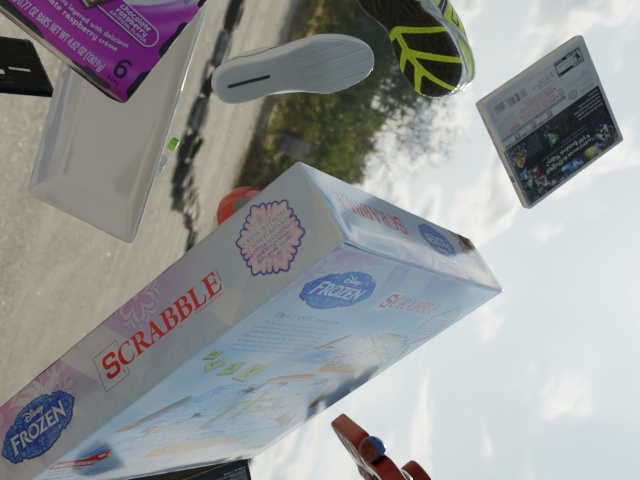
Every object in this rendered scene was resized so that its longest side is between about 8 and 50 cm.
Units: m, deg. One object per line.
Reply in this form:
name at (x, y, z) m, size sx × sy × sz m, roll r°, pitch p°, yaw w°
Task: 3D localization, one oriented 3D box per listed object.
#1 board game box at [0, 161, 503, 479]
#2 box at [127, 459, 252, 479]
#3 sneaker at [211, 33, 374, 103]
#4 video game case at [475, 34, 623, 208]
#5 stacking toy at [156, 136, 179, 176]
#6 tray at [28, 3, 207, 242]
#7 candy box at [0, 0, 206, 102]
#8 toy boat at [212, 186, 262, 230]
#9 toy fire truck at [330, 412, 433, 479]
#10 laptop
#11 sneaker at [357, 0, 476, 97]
board game box at (-0.040, 0.089, 0.626) m, size 0.318 × 0.066 × 0.319 m, roll -37°, pitch 156°, yaw 19°
box at (-0.235, 0.426, 1.202) m, size 0.103 × 0.261 × 0.184 m, roll -140°, pitch -142°, yaw -60°
sneaker at (-0.047, -0.282, 1.222) m, size 0.091 × 0.258 × 0.094 m, roll -104°, pitch -173°, yaw -58°
video game case at (0.326, -0.166, 1.085) m, size 0.190 × 0.173 × 0.022 m, roll -35°, pitch -161°, yaw -14°
stacking toy at (-0.408, -0.221, 1.698) m, size 0.052 × 0.167 × 0.221 m, roll -64°, pitch -165°, yaw -17°
tray at (-0.216, -0.146, 0.823) m, size 0.270 × 0.145 × 0.030 m, roll -69°, pitch 166°, yaw 16°
candy box at (-0.170, -0.262, 0.680) m, size 0.233 × 0.159 × 0.071 m, roll -54°, pitch -151°, yaw -5°
toy boat at (0.000, 0.000, 0.885) m, size 0.151 × 0.231 × 0.151 m, roll -44°, pitch -137°, yaw 28°
toy fire truck at (0.128, 0.475, 1.493) m, size 0.169 × 0.254 × 0.302 m, roll -35°, pitch -171°, yaw -11°
laptop at (-0.702, -0.346, 1.549) m, size 0.136 × 0.234 × 0.264 m, roll -51°, pitch -122°, yaw 36°
sneaker at (0.175, -0.444, 1.467) m, size 0.145 × 0.384 × 0.147 m, roll -24°, pitch 174°, yaw 32°
